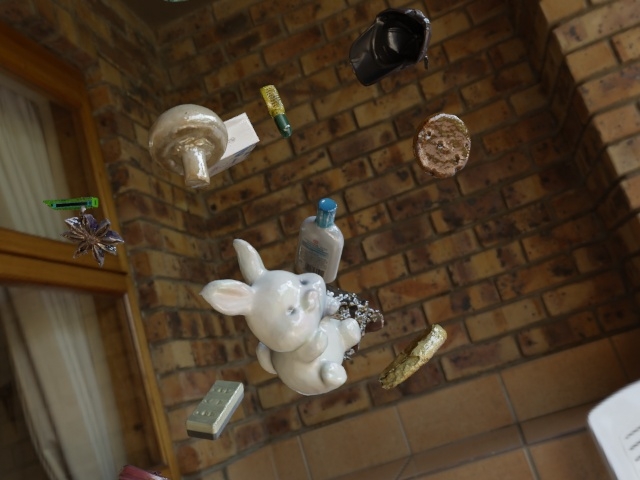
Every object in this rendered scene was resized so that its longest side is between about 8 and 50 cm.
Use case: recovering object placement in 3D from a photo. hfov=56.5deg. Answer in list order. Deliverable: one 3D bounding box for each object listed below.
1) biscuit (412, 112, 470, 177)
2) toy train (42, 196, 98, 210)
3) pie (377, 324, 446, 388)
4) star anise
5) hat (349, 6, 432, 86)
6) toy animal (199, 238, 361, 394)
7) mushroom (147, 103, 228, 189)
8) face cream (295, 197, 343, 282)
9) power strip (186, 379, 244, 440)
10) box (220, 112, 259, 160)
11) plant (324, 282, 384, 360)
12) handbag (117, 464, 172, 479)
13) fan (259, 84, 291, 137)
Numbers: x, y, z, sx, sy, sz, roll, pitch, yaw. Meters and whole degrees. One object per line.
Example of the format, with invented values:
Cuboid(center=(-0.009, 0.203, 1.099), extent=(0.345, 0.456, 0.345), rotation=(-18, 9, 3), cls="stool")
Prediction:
Cuboid(center=(0.398, -0.310, 1.940), extent=(0.212, 0.212, 0.036), rotation=(-15, 13, -12), cls="biscuit")
Cuboid(center=(-0.952, -0.136, 2.263), extent=(0.209, 0.042, 0.044), rotation=(-4, -2, 8), cls="toy train")
Cuboid(center=(0.354, 0.444, 2.282), extent=(0.339, 0.083, 0.339), rotation=(-40, -9, -8), cls="pie")
Cuboid(center=(-0.785, -0.025, 2.049), extent=(0.229, 0.081, 0.263), rotation=(8, -51, 9), cls="star anise")
Cuboid(center=(0.279, -0.700, 2.174), extent=(0.336, 0.238, 0.209), rotation=(-34, -11, 33), cls="hat")
Cuboid(center=(-0.092, 0.172, 1.303), extent=(0.241, 0.368, 0.196), rotation=(-15, 34, 28), cls="toy animal")
Cuboid(center=(-0.332, -0.230, 1.524), extent=(0.207, 0.215, 0.207), rotation=(-14, -26, -7), cls="mushroom")
Cuboid(center=(0.000, 0.000, 1.983), extent=(0.080, 0.162, 0.337), rotation=(-49, -21, -40), cls="face cream")
Cuboid(center=(-0.344, 0.553, 1.977), extent=(0.105, 0.070, 0.257), rotation=(4, 20, 14), cls="power strip")
Cuboid(center=(-0.347, -0.317, 2.066), extent=(0.203, 0.116, 0.274), rotation=(-28, 3, -19), cls="box")
Cuboid(center=(0.054, 0.227, 1.663), extent=(0.233, 0.178, 0.204), rotation=(29, -9, -16), cls="plant")
Cuboid(center=(-0.449, 0.649, 1.513), extent=(0.146, 0.136, 0.225), rotation=(15, -27, 2), cls="handbag")
Cuboid(center=(-0.106, -0.318, 1.477), extent=(0.039, 0.155, 0.082), rotation=(-24, -26, -1), cls="fan")
